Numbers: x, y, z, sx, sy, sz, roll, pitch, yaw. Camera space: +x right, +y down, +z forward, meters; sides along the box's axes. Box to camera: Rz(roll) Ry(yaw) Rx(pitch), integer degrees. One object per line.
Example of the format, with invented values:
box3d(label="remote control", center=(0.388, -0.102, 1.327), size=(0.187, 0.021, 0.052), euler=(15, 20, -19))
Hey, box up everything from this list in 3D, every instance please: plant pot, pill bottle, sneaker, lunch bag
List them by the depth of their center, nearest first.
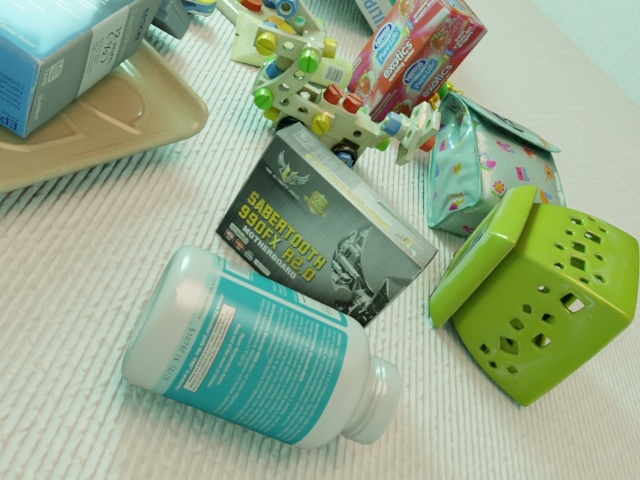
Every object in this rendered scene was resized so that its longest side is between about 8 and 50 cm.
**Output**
box3d(label="pill bottle", center=(-0.052, 0.120, 0.622), size=(0.264, 0.146, 0.146), euler=(26, 40, -14))
box3d(label="plant pot", center=(0.306, 0.063, 0.905), size=(0.207, 0.227, 0.228), euler=(36, 38, 7))
box3d(label="sneaker", center=(-0.255, -0.437, 1.093), size=(0.144, 0.059, 0.053), euler=(16, 73, -3))
box3d(label="lunch bag", center=(0.317, -0.135, 1.116), size=(0.223, 0.160, 0.262), euler=(16, 62, -26))

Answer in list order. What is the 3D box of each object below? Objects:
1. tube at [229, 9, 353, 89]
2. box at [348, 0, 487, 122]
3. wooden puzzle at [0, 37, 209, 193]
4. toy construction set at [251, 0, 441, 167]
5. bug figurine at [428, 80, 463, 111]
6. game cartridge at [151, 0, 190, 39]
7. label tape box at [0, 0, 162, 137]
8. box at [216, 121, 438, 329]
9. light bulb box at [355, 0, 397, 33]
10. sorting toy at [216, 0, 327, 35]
box3d(label="tube", center=(-0.053, -0.348, 1.150), size=(0.240, 0.062, 0.070), euler=(11, 45, -30))
box3d(label="box", center=(0.176, -0.359, 1.183), size=(0.123, 0.257, 0.128), euler=(4, 50, -39))
box3d(label="wooden puzzle", center=(-0.364, -0.196, 0.751), size=(0.322, 0.080, 0.348), euler=(46, 44, 10))
box3d(label="toy construction set", center=(0.028, -0.225, 0.969), size=(0.328, 0.215, 0.151), euler=(33, 39, -7))
box3d(label="bug figurine", center=(0.296, -0.259, 1.293), size=(0.216, 0.072, 0.279), euler=(27, 33, -56))
box3d(label="game cartridge", center=(-0.339, -0.414, 0.922), size=(0.294, 0.060, 0.196), euler=(31, 0, -8))
box3d(label="label tape box", center=(-0.343, -0.304, 0.720), size=(0.249, 0.115, 0.347), euler=(32, 40, -6))
box3d(label="box", center=(0.000, 0.000, 0.752), size=(0.231, 0.183, 0.056), euler=(44, 39, 5))
box3d(label="light bulb box", center=(0.114, -0.734, 1.425), size=(0.358, 0.225, 0.361), euler=(41, 24, -52))
box3d(label="sorting toy", center=(-0.099, -0.460, 1.244), size=(0.193, 0.038, 0.208), euler=(45, 39, 8))
